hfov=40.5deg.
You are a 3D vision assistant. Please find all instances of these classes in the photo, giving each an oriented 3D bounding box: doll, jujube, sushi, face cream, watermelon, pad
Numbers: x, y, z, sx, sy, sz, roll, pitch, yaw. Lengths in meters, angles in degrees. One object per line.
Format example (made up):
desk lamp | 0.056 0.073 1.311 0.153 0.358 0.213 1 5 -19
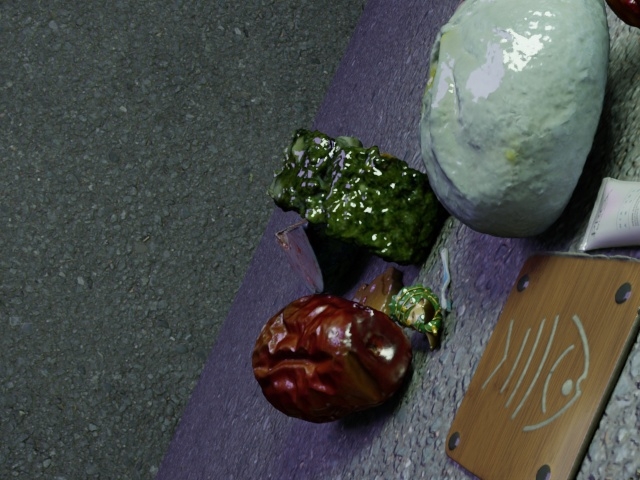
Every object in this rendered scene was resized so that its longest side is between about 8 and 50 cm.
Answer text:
doll | 0.165 0.112 1.311 0.113 0.077 0.078 24 132 58
jujube | 0.018 0.196 1.420 0.342 0.216 0.216 -23 41 59
sushi | 0.059 -0.086 1.586 0.178 0.294 0.352 -67 15 2
face cream | 0.336 -0.029 0.904 0.244 0.058 0.092 -173 105 -83
watermelon | 0.000 0.000 1.896 0.305 0.180 0.224 158 127 -77
pad | 0.249 0.145 0.984 0.286 0.018 0.284 -66 13 -5

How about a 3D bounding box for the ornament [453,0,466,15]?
ornament | 0.304 -0.355 1.415 0.177 0.177 0.177 -58 14 23

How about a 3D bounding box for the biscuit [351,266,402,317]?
biscuit | 0.077 0.147 1.629 0.249 0.035 0.184 -46 21 52

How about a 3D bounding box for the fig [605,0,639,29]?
fig | 0.442 -0.362 0.979 0.274 0.145 0.170 -49 14 12

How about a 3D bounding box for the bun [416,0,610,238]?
bun | 0.239 -0.185 1.125 0.362 0.211 0.362 12 -90 -85

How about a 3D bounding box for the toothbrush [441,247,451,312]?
toothbrush | 0.196 0.058 1.366 0.014 0.017 0.162 -48 19 30
